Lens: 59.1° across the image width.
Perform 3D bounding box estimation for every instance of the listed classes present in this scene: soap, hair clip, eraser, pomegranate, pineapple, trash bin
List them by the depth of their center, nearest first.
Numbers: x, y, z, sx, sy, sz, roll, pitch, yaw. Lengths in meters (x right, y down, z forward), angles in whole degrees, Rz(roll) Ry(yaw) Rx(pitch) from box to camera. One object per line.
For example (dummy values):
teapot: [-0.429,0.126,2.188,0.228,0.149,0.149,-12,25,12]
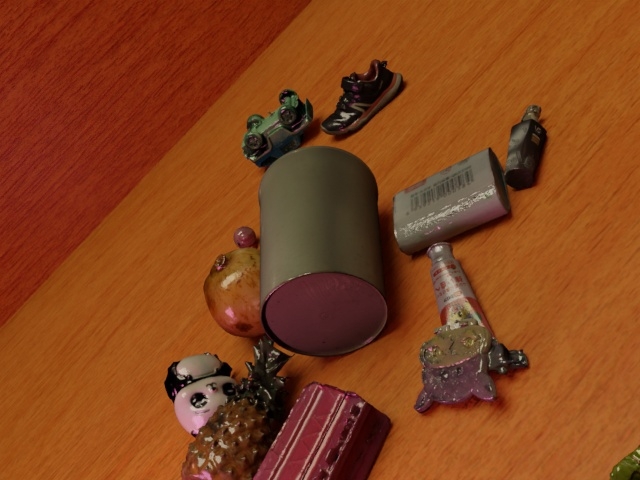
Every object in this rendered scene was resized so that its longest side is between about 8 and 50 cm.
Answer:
hair clip: [0.230,0.194,0.897,0.187,0.056,0.146,-17,48,35]
soap: [-0.013,0.371,0.943,0.162,0.099,0.250,4,55,52]
pineapple: [-0.135,0.335,1.099,0.169,0.169,0.341,-18,35,38]
eraser: [0.264,-0.079,1.163,0.226,0.081,0.174,-25,40,29]
trash bin: [0.000,0.000,1.203,0.280,0.280,0.432,-31,37,23]
pomegranate: [-0.183,0.120,1.339,0.215,0.215,0.215,-31,34,23]

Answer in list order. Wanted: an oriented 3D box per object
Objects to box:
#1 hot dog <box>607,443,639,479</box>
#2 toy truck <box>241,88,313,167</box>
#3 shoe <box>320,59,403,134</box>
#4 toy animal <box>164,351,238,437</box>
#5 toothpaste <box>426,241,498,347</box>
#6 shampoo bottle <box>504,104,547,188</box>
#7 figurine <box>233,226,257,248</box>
hot dog: [0.402,0.246,0.592,0.337,0.100,0.135,-46,31,-2]
toy truck: [-0.146,-0.382,1.937,0.278,0.156,0.155,-31,34,21]
shoe: [0.109,-0.437,1.716,0.291,0.137,0.114,-39,31,12]
toy animal: [-0.239,0.335,1.220,0.165,0.138,0.179,-10,29,-27]
toothpaste: [0.242,0.106,1.005,0.089,0.057,0.234,-31,44,24]
shampoo bottle: [0.415,-0.196,1.143,0.063,0.057,0.208,-20,36,48]
figurine: [-0.224,-0.008,1.671,0.067,0.071,0.083,-52,30,-13]
